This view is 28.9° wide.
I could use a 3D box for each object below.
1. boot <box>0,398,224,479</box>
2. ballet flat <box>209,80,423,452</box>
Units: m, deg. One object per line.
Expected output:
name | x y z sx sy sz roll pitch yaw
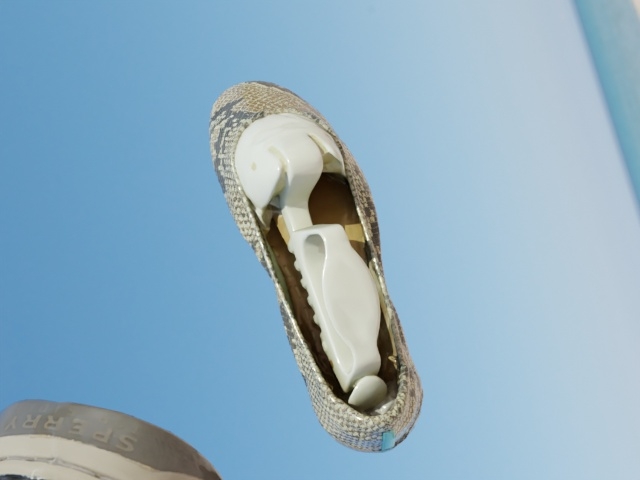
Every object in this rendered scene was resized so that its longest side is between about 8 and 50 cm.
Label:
boot | -0.096 0.282 0.476 0.284 0.138 0.377 -66 -24 -46
ballet flat | 0.000 0.000 1.395 0.182 0.164 0.482 96 154 -72
